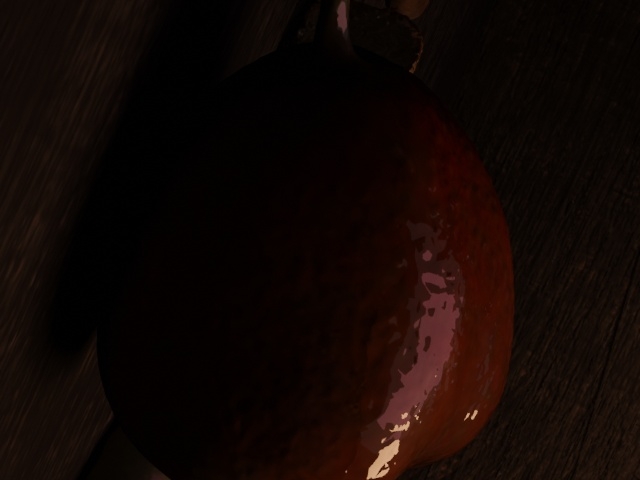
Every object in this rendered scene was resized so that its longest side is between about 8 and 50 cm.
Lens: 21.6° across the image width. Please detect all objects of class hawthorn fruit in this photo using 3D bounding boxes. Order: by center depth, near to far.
[{"bbox_3d":[0.000,0.000,0.748,0.199,0.199,0.251,-57,160,-58],"label":"hawthorn fruit"}]

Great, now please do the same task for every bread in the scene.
[{"bbox_3d":[0.014,-0.092,0.984,0.070,0.077,0.083,102,12,-55],"label":"bread"}]

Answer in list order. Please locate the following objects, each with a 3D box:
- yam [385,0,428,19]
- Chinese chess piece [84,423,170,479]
[{"bbox_3d":[0.066,-0.213,1.149,0.045,0.045,0.327,-42,173,-5],"label":"yam"},{"bbox_3d":[-0.118,0.175,1.001,0.144,0.058,0.144,23,90,-85],"label":"Chinese chess piece"}]
